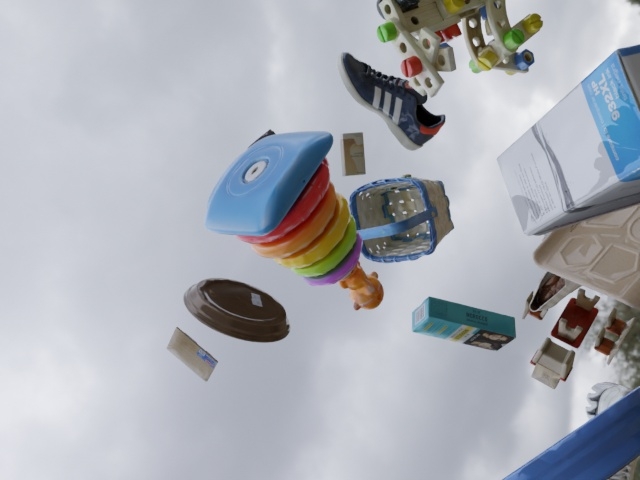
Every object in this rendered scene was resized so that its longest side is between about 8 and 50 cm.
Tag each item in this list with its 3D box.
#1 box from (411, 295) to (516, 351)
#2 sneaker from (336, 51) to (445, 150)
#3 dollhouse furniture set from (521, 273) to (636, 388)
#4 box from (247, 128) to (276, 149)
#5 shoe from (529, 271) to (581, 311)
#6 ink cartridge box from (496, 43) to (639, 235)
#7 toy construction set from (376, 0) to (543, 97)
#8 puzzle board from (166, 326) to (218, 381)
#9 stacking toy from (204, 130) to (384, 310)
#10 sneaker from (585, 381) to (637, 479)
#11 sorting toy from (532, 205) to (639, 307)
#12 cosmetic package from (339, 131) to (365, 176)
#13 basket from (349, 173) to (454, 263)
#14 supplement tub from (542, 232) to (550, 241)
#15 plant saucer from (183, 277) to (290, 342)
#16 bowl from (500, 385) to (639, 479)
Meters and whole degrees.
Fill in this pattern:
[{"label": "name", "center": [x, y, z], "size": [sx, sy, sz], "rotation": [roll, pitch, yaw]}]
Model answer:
[{"label": "box", "center": [0.362, 0.214, 1.718], "size": [0.100, 0.244, 0.060], "rotation": [122, 158, -54]}, {"label": "sneaker", "center": [0.200, -0.401, 1.824], "size": [0.350, 0.148, 0.131], "rotation": [38, -138, -25]}, {"label": "dollhouse furniture set", "center": [0.668, 0.259, 1.838], "size": [0.259, 0.262, 0.135], "rotation": [-47, -29, -29]}, {"label": "box", "center": [-0.062, -0.099, 1.915], "size": [0.097, 0.395, 0.318], "rotation": [-41, 0, -11]}, {"label": "shoe", "center": [0.563, 0.095, 1.588], "size": [0.058, 0.077, 0.219], "rotation": [-13, -36, -36]}, {"label": "ink cartridge box", "center": [0.391, -0.125, 0.835], "size": [0.307, 0.223, 0.129], "rotation": [122, 131, -73]}, {"label": "toy construction set", "center": [0.214, -0.337, 1.102], "size": [0.327, 0.151, 0.215], "rotation": [-28, -86, -39]}, {"label": "puzzle board", "center": [-0.301, 0.268, 1.596], "size": [0.011, 0.128, 0.096], "rotation": [-45, -9, -47]}, {"label": "stacking toy", "center": [0.000, 0.000, 0.957], "size": [0.302, 0.165, 0.175], "rotation": [47, -115, -33]}, {"label": "sneaker", "center": [0.610, 0.443, 1.412], "size": [0.118, 0.110, 0.292], "rotation": [130, 147, -77]}, {"label": "sorting toy", "center": [0.484, 0.005, 1.108], "size": [0.193, 0.208, 0.038], "rotation": [-47, -53, -9]}, {"label": "cosmetic package", "center": [0.087, -0.232, 1.827], "size": [0.041, 0.060, 0.115], "rotation": [-164, 68, -78]}, {"label": "basket", "center": [0.157, -0.043, 1.591], "size": [0.289, 0.254, 0.201], "rotation": [-28, -75, -49]}, {"label": "supplement tub", "center": [0.552, -0.113, 1.380], "size": [0.193, 0.193, 0.316], "rotation": [-31, -51, -51]}, {"label": "plant saucer", "center": [-0.200, 0.163, 1.670], "size": [0.278, 0.277, 0.041], "rotation": [-4, -61, -57]}, {"label": "bowl", "center": [0.387, 0.370, 1.093], "size": [0.391, 0.077, 0.391], "rotation": [-28, -24, -14]}]
